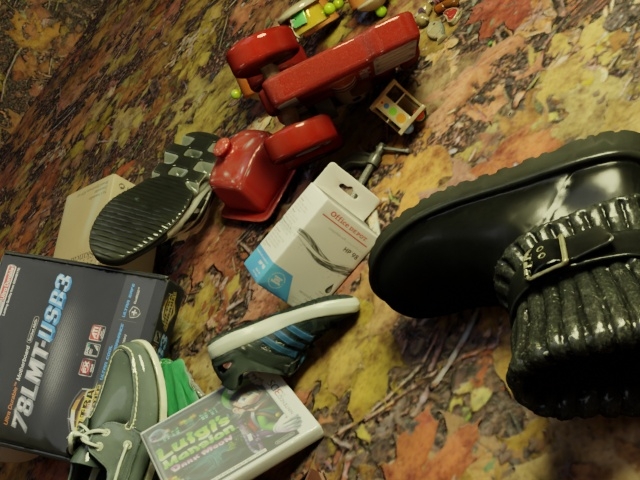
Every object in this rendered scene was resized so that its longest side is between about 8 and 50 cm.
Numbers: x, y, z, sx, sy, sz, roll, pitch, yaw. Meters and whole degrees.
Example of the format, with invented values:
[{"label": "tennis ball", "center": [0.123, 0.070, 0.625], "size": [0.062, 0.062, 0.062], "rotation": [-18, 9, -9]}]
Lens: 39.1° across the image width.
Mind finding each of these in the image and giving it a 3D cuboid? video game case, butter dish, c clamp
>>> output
[{"label": "video game case", "center": [-0.113, 0.236, 1.097], "size": [0.190, 0.022, 0.173], "rotation": [-29, 29, -13]}, {"label": "butter dish", "center": [-0.120, -0.121, 1.442], "size": [0.160, 0.118, 0.160], "rotation": [7, 66, 56]}, {"label": "c clamp", "center": [0.041, -0.075, 1.277], "size": [0.160, 0.022, 0.137], "rotation": [-57, 32, -6]}]

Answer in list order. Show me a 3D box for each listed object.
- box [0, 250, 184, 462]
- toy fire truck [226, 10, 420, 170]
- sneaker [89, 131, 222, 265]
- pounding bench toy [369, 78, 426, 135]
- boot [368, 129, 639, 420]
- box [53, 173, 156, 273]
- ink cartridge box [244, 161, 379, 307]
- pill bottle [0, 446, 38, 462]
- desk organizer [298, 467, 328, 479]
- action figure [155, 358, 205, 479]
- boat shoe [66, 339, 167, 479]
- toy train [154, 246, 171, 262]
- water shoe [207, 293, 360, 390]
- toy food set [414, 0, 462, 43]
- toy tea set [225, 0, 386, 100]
[{"label": "box", "center": [-0.385, 0.179, 1.364], "size": [0.294, 0.073, 0.295], "rotation": [9, 74, 17]}, {"label": "toy fire truck", "center": [0.025, -0.227, 1.281], "size": [0.254, 0.169, 0.302], "rotation": [-23, -1, 6]}, {"label": "sneaker", "center": [-0.251, -0.035, 1.477], "size": [0.123, 0.146, 0.330], "rotation": [20, 42, 17]}, {"label": "pounding bench toy", "center": [0.112, -0.181, 1.256], "size": [0.052, 0.065, 0.083], "rotation": [-49, -2, 8]}, {"label": "boot", "center": [0.183, 0.060, 0.854], "size": [0.348, 0.131, 0.260], "rotation": [-28, 39, 34]}, {"label": "box", "center": [-0.379, 0.059, 1.557], "size": [0.148, 0.121, 0.311], "rotation": [-21, 53, 35]}, {"label": "ink cartridge box", "center": [0.000, 0.000, 1.179], "size": [0.180, 0.104, 0.060], "rotation": [-50, 31, 7]}, {"label": "pill bottle", "center": [-0.536, 0.236, 1.581], "size": [0.181, 0.181, 0.323], "rotation": [-48, 32, 10]}, {"label": "desk organizer", "center": [-0.048, 0.307, 0.996], "size": [0.130, 0.050, 0.047], "rotation": [-48, 32, 10]}, {"label": "action figure", "center": [-0.195, 0.240, 1.243], "size": [0.137, 0.063, 0.232], "rotation": [-47, 36, 14]}, {"label": "boat shoe", "center": [-0.283, 0.285, 1.189], "size": [0.116, 0.099, 0.319], "rotation": [-5, 73, 44]}, {"label": "toy train", "center": [-0.325, 0.057, 1.625], "size": [0.158, 0.027, 0.036], "rotation": [-48, 30, 9]}, {"label": "water shoe", "center": [-0.039, 0.128, 1.139], "size": [0.203, 0.080, 0.073], "rotation": [-20, 1, 8]}, {"label": "toy food set", "center": [0.178, -0.349, 1.364], "size": [0.078, 0.019, 0.122], "rotation": [-47, 32, 11]}, {"label": "toy tea set", "center": [-0.016, -0.347, 1.568], "size": [0.336, 0.124, 0.200], "rotation": [-23, 13, 44]}]
